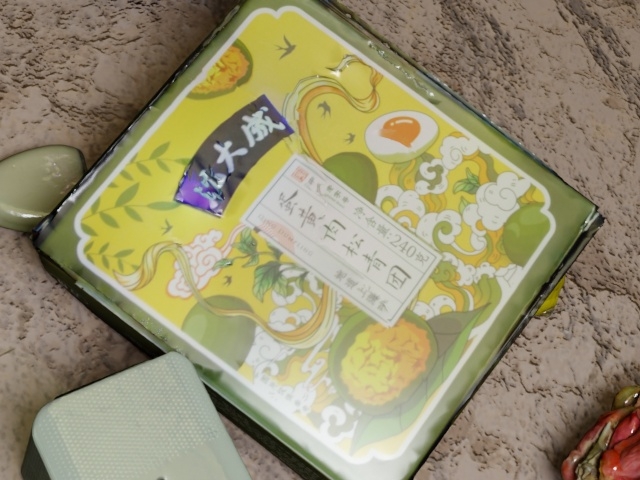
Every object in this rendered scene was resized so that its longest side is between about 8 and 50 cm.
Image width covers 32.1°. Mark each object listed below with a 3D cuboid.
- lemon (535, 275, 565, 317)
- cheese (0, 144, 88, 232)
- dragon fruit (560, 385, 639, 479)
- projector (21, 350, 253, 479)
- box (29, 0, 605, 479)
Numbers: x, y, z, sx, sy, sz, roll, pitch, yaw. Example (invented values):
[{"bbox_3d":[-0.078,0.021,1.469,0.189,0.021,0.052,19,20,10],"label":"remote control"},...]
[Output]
[{"bbox_3d":[0.215,0.028,1.231,0.109,0.109,0.133,-27,71,-28],"label":"lemon"},{"bbox_3d":[-0.324,-0.044,1.112,0.192,0.037,0.097,-9,68,-24],"label":"cheese"},{"bbox_3d":[0.387,0.250,1.111,0.263,0.314,0.296,37,32,29],"label":"dragon fruit"},{"bbox_3d":[-0.146,0.242,0.961,0.163,0.177,0.242,-23,74,-26],"label":"projector"},{"bbox_3d":[0.000,0.000,1.083,0.420,0.138,0.373,38,75,3],"label":"box"}]
